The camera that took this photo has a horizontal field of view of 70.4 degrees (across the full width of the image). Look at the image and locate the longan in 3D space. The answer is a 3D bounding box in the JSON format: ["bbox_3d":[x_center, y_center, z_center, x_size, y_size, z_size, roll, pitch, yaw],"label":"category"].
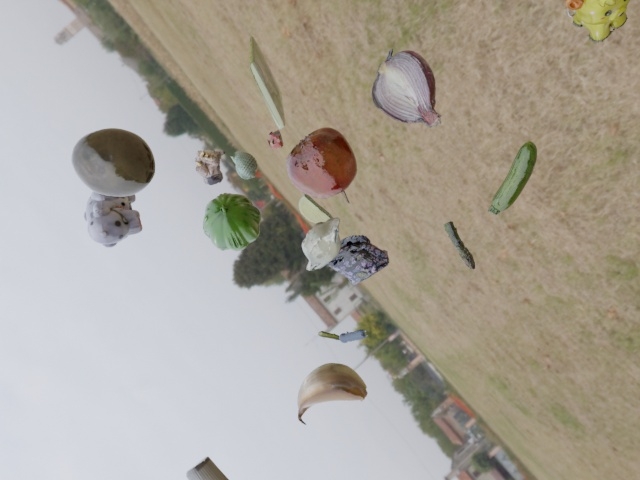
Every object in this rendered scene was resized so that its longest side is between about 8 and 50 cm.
[{"bbox_3d":[-0.500,-0.188,1.102,0.187,0.168,0.167,12,-166,-24],"label":"longan"}]

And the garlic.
[{"bbox_3d":[0.012,0.388,1.212,0.115,0.206,0.128,-101,-16,-47],"label":"garlic"}]

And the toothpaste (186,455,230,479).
[{"bbox_3d":[-0.105,0.454,0.687,0.282,0.099,0.068,47,145,11],"label":"toothpaste"}]

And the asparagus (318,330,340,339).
[{"bbox_3d":[0.044,0.402,1.912,0.108,0.025,0.021,12,170,3],"label":"asparagus"}]

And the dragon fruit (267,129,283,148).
[{"bbox_3d":[-0.186,-0.410,1.845,0.083,0.060,0.056,-100,-11,-49],"label":"dragon fruit"}]

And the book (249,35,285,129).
[{"bbox_3d":[-0.189,-0.558,1.585,0.352,0.035,0.239,-101,-14,-52],"label":"book"}]

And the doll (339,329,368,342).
[{"bbox_3d":[0.115,0.336,1.594,0.027,0.125,0.037,-18,-93,-52],"label":"doll"}]

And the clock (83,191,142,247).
[{"bbox_3d":[-0.672,-0.063,1.463,0.189,0.189,0.254,49,174,-29],"label":"clock"}]

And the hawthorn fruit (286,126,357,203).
[{"bbox_3d":[0.024,-0.285,1.862,0.330,0.287,0.287,52,177,-12],"label":"hawthorn fruit"}]

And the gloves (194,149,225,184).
[{"bbox_3d":[-0.418,-0.281,1.709,0.094,0.110,0.144,-119,35,-48],"label":"gloves"}]

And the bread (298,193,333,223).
[{"bbox_3d":[-0.037,-0.144,2.243,0.193,0.112,0.036,40,-136,-16],"label":"bread"}]

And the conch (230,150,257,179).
[{"bbox_3d":[-0.208,-0.217,1.283,0.056,0.076,0.085,-11,119,42],"label":"conch"}]

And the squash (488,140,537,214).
[{"bbox_3d":[0.606,-0.185,1.415,0.069,0.258,0.069,12,-147,-8],"label":"squash"}]

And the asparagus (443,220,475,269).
[{"bbox_3d":[0.430,0.017,1.394,0.165,0.036,0.030,60,179,7],"label":"asparagus"}]

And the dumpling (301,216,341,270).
[{"bbox_3d":[0.000,0.000,1.334,0.108,0.188,0.127,17,-151,-25],"label":"dumpling"}]

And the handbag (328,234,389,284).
[{"bbox_3d":[0.142,0.074,1.799,0.207,0.228,0.127,29,-135,-37],"label":"handbag"}]

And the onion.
[{"bbox_3d":[0.385,-0.599,1.854,0.349,0.159,0.267,51,136,6],"label":"onion"}]

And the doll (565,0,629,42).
[{"bbox_3d":[0.610,-0.534,0.989,0.220,0.143,0.135,8,-130,-55],"label":"doll"}]

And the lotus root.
[{"bbox_3d":[-0.269,-0.072,1.327,0.186,0.186,0.186,48,178,2],"label":"lotus root"}]
